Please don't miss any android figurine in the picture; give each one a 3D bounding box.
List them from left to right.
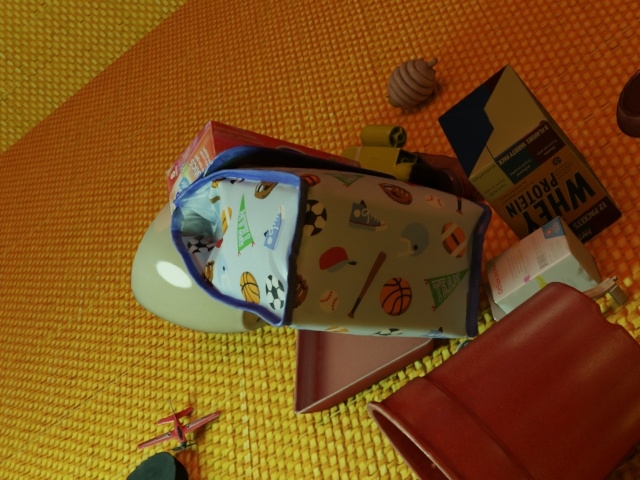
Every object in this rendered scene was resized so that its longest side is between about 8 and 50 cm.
[{"bbox_3d":[0.078,-0.078,2.209,0.273,0.056,0.248,13,86,57],"label":"android figurine"}]

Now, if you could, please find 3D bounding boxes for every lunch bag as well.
[{"bbox_3d":[0.000,0.000,1.854,0.385,0.328,0.239,10,91,60],"label":"lunch bag"}]

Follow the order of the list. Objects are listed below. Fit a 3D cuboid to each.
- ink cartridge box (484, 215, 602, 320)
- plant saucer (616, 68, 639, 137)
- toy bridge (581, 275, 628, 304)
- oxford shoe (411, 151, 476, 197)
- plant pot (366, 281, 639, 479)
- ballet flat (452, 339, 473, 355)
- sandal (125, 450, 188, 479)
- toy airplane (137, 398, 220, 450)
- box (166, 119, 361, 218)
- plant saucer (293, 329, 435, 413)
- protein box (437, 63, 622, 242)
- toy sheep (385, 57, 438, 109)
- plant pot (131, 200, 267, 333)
[{"bbox_3d":[0.299,0.056,1.774,0.143,0.090,0.092,-35,30,20],"label":"ink cartridge box"},{"bbox_3d":[0.510,-0.225,1.932,0.168,0.029,0.168,-32,32,23],"label":"plant saucer"},{"bbox_3d":[0.320,0.112,1.702,0.188,0.063,0.026,-44,28,3],"label":"toy bridge"},{"bbox_3d":[0.210,-0.108,2.151,0.076,0.076,0.212,-19,21,-16],"label":"oxford shoe"},{"bbox_3d":[0.242,0.206,1.504,0.265,0.272,0.272,-40,28,-9],"label":"plant pot"},{"bbox_3d":[0.183,0.212,1.777,0.168,0.057,0.052,-59,4,-31],"label":"ballet flat"},{"bbox_3d":[-0.267,0.466,1.958,0.167,0.107,0.446,-41,28,6],"label":"sandal"},{"bbox_3d":[-0.242,0.314,2.186,0.151,0.028,0.151,-15,27,8],"label":"toy airplane"},{"bbox_3d":[-0.082,-0.066,2.109,0.154,0.300,0.142,-44,45,41],"label":"box"},{"bbox_3d":[0.075,0.136,2.007,0.259,0.048,0.258,-31,31,23],"label":"plant saucer"},{"bbox_3d":[0.298,-0.108,1.872,0.136,0.201,0.200,-38,29,13],"label":"protein box"},{"bbox_3d":[0.172,-0.295,2.407,0.132,0.091,0.091,-50,22,32],"label":"toy sheep"},{"bbox_3d":[-0.158,0.052,2.240,0.191,0.284,0.284,36,80,27],"label":"plant pot"}]
